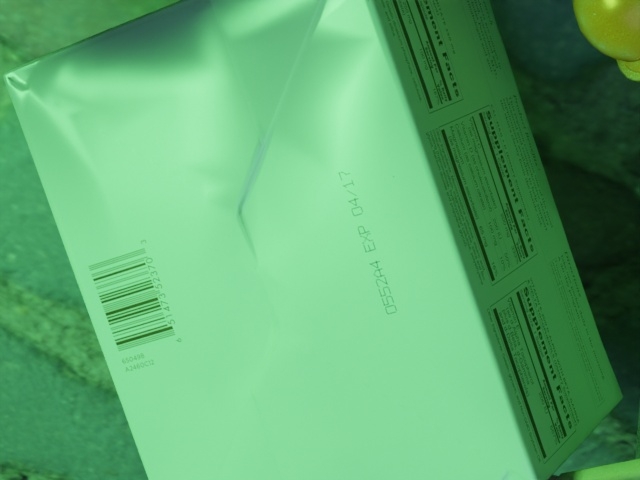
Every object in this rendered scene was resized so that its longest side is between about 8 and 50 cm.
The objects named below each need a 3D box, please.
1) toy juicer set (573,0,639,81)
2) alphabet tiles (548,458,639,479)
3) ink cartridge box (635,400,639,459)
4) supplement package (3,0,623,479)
[{"bbox_3d":[0.160,-0.214,0.782,0.209,0.089,0.329,2,123,36],"label":"toy juicer set"},{"bbox_3d":[0.223,0.184,0.935,0.342,0.011,0.285,27,151,-30],"label":"alphabet tiles"},{"bbox_3d":[0.309,0.071,0.922,0.119,0.207,0.353,20,153,-21],"label":"ink cartridge box"},{"bbox_3d":[0.000,0.000,0.903,0.204,0.145,0.262,-17,94,28],"label":"supplement package"}]
